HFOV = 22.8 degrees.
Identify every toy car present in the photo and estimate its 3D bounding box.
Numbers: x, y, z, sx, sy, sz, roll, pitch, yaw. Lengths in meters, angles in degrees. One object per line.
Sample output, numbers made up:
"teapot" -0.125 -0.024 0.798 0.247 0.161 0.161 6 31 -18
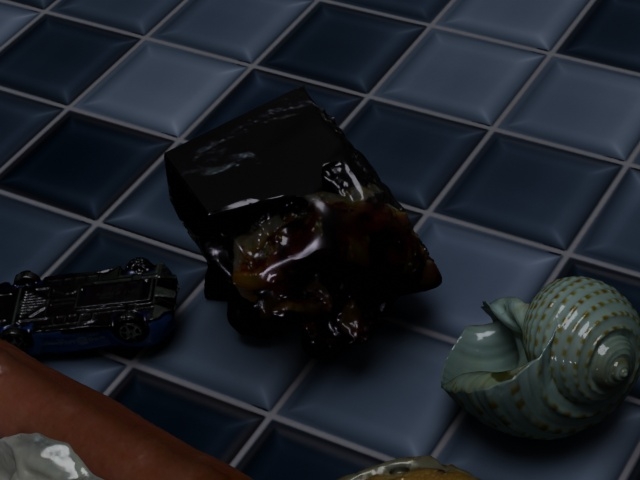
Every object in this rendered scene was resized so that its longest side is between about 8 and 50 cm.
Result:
"toy car" -0.249 0.077 1.630 0.216 0.063 0.103 -8 40 8

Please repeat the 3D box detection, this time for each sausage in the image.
"sausage" -0.207 0.191 1.469 0.419 0.094 0.094 24 53 31

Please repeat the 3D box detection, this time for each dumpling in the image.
"dumpling" -0.223 0.247 1.369 0.229 0.151 0.124 24 22 32

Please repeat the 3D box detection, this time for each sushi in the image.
"sushi" 0.000 -0.001 1.562 0.215 0.227 0.212 -28 52 -15

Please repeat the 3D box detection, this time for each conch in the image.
"conch" 0.214 0.115 1.471 0.172 0.131 0.200 -50 12 -12

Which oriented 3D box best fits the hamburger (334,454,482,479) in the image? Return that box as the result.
"hamburger" 0.067 0.317 1.234 0.319 0.158 0.318 -4 42 4
